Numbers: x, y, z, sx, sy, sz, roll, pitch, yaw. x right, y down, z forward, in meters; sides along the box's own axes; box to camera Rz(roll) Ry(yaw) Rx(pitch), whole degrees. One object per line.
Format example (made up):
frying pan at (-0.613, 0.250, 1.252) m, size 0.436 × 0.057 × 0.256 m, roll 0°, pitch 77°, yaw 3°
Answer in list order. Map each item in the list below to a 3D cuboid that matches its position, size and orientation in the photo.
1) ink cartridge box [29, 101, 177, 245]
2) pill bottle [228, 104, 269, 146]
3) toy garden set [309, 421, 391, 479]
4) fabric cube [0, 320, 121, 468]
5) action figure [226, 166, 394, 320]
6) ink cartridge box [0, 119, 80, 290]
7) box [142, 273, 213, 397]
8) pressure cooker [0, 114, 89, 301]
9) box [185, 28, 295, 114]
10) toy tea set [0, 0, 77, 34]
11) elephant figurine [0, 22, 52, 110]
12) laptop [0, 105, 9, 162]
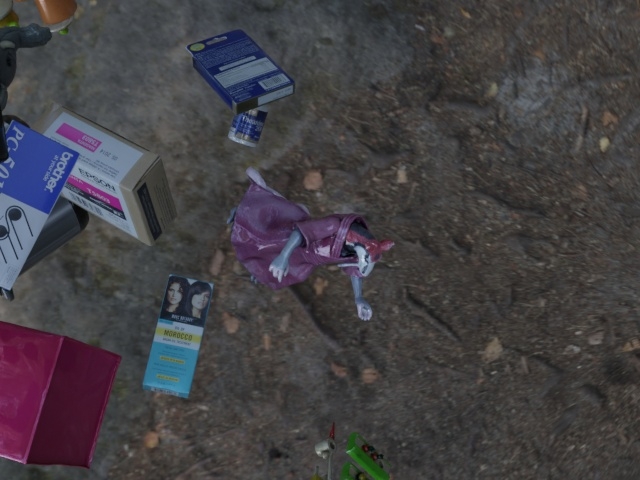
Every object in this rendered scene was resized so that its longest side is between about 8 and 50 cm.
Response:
ink cartridge box at (-0.382, -0.114, 1.504) m, size 0.235 × 0.193 × 0.088 m, roll 27°, pitch 65°, yaw 16°
pill bottle at (-0.149, -0.265, 1.814) m, size 0.067 × 0.067 × 0.120 m, roll 25°, pitch 102°, yaw 26°
toy garden set at (0.053, 0.433, 1.502) m, size 0.049 × 0.244 × 0.204 m, roll -29°, pitch 117°, yaw 31°
fabric cube at (-0.605, 0.311, 1.745) m, size 0.258 × 0.259 × 0.254 m, roll 9°, pitch 75°, yaw 16°
action figure at (0.000, 0.000, 1.759) m, size 0.370 × 0.248 × 0.275 m, roll -4°, pitch 61°, yaw 37°
ink cartridge box at (-0.414, -0.047, 1.139) m, size 0.207 × 0.097 × 0.046 m, roll -63°, pitch 21°, yaw -3°
box at (-0.300, 0.202, 1.807) m, size 0.100 × 0.060 × 0.244 m, roll 13°, pitch 68°, yaw -7°
pressure cooker at (-0.838, -0.061, 2.112) m, size 0.420 × 0.375 × 0.370 m, roll -38°, pitch 41°, yaw -22°
box at (-0.165, -0.346, 1.728) m, size 0.136 × 0.036 × 0.225 m, roll -24°, pitch 53°, yaw -22°
toy tea set at (-0.626, -0.468, 1.723) m, size 0.336 × 0.124 × 0.200 m, roll 32°, pitch 67°, yaw 33°
elephant figurine at (-0.576, -0.277, 1.395) m, size 0.186 × 0.239 × 0.169 m, roll -39°, pitch 57°, yaw 28°
laptop at (-0.544, -0.155, 0.792) m, size 0.408 × 0.236 × 0.382 m, roll -32°, pitch 59°, yaw 20°
